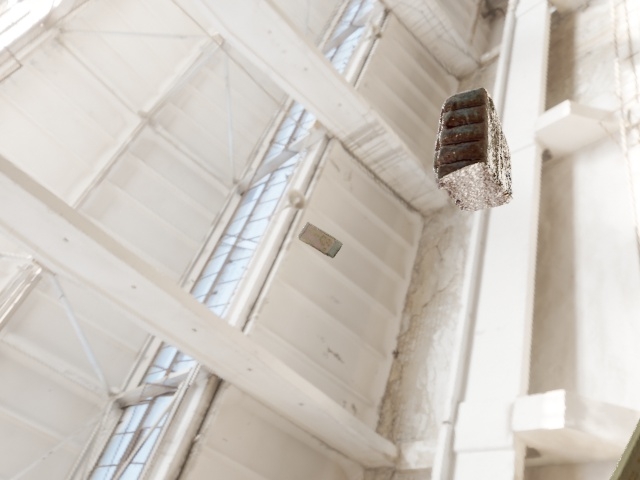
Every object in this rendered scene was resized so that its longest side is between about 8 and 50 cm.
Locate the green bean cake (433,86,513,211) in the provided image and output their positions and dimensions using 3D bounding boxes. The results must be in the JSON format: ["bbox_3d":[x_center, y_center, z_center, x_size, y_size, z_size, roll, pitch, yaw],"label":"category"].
[{"bbox_3d":[0.280,-0.139,1.018,0.232,0.097,0.199,44,-133,-50],"label":"green bean cake"}]

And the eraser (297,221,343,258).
[{"bbox_3d":[0.000,0.000,1.087,0.083,0.038,0.019,31,-172,-23],"label":"eraser"}]

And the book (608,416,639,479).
[{"bbox_3d":[0.517,0.382,0.787,0.295,0.020,0.208,32,-96,-14],"label":"book"}]
